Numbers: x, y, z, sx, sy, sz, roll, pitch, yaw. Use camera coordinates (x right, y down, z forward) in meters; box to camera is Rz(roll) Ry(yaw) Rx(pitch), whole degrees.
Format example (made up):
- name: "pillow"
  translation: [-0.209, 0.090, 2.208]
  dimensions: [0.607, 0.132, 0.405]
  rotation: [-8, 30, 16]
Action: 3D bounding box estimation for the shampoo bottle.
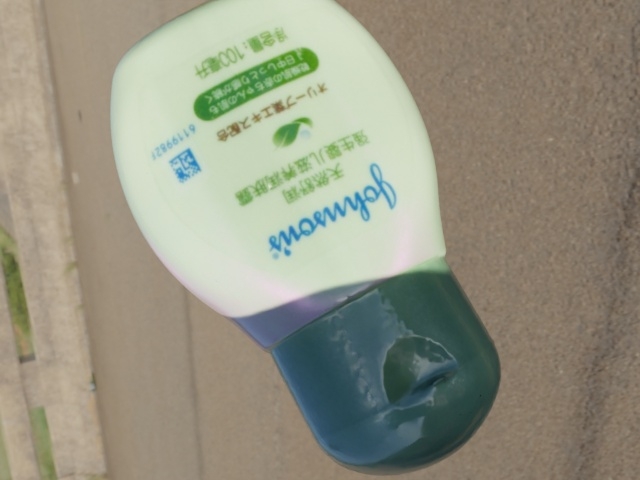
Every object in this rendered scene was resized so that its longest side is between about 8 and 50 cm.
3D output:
- name: "shampoo bottle"
  translation: [0.000, 0.000, 0.587]
  dimensions: [0.350, 0.221, 0.151]
  rotation: [62, 168, 7]
